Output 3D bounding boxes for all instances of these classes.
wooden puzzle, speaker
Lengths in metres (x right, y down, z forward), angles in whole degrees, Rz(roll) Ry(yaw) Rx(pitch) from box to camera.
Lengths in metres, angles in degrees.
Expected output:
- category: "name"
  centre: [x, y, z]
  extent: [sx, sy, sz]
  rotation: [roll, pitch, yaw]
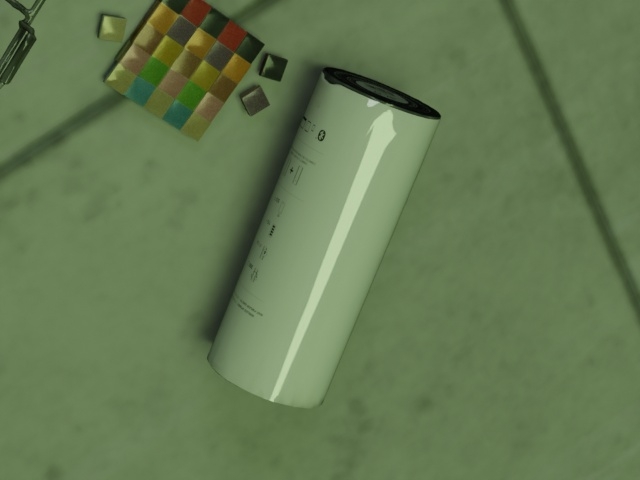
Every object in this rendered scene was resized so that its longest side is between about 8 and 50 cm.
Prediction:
- category: "wooden puzzle"
  centre: [-0.054, -0.072, 0.755]
  extent: [0.083, 0.006, 0.049]
  rotation: [33, 95, -32]
- category: "speaker"
  centre: [0.000, 0.000, 0.783]
  extent: [0.055, 0.055, 0.136]
  rotation: [15, 103, -30]

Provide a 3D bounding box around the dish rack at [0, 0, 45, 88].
- category: "dish rack"
  centre: [-0.154, -0.164, 0.634]
  extent: [0.208, 0.074, 0.271]
  rotation: [29, 95, -33]
